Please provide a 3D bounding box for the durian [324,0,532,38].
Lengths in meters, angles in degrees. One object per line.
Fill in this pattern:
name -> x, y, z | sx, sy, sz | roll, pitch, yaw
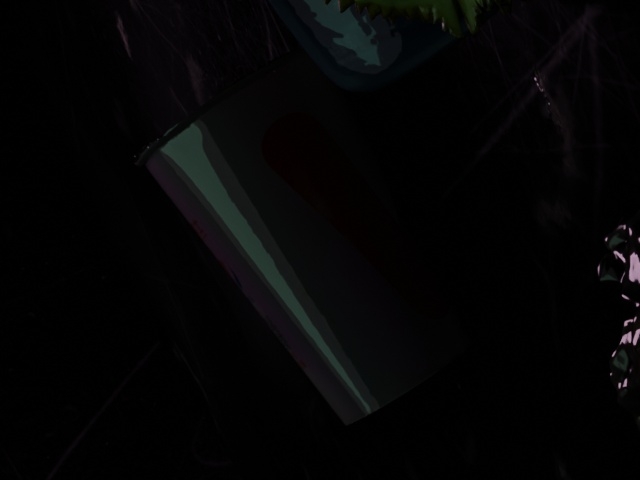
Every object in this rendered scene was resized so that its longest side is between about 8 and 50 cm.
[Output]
durian -> 0.075, -0.203, 0.744 | 0.200, 0.177, 0.237 | 27, 150, -18

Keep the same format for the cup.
cup -> 0.000, 0.000, 1.446 | 0.288, 0.203, 0.203 | 58, 166, 2

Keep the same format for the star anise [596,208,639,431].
star anise -> 0.197, 0.030, 0.738 | 0.223, 0.109, 0.236 | -17, 81, 53

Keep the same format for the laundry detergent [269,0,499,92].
laundry detergent -> -0.015, -0.231, 1.012 | 0.143, 0.094, 0.290 | -31, 107, 37
